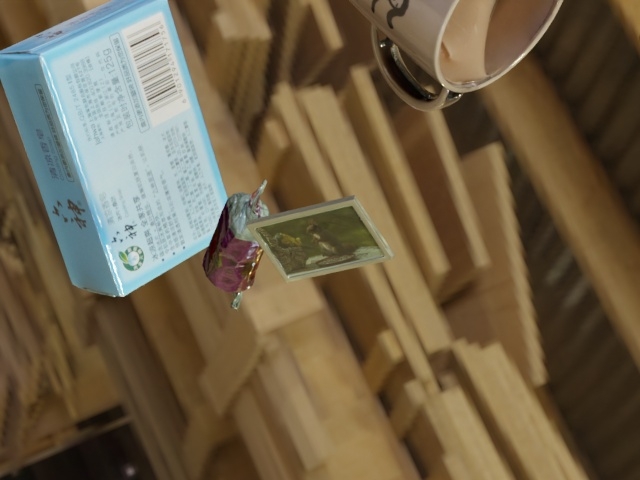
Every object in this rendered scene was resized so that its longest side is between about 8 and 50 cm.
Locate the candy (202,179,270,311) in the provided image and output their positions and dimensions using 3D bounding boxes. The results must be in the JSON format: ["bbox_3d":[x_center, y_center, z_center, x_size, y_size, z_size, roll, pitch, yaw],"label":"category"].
[{"bbox_3d":[-0.065,0.004,1.255,0.175,0.043,0.045,112,-20,-55],"label":"candy"}]

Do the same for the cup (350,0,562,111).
[{"bbox_3d":[0.116,-0.264,1.680,0.200,0.191,0.253,43,-45,29],"label":"cup"}]

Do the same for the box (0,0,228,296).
[{"bbox_3d":[-0.179,-0.085,1.422,0.083,0.142,0.232,10,-57,46],"label":"box"}]

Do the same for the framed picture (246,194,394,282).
[{"bbox_3d":[0.000,0.000,1.142,0.066,0.089,0.007,56,33,-37],"label":"framed picture"}]
